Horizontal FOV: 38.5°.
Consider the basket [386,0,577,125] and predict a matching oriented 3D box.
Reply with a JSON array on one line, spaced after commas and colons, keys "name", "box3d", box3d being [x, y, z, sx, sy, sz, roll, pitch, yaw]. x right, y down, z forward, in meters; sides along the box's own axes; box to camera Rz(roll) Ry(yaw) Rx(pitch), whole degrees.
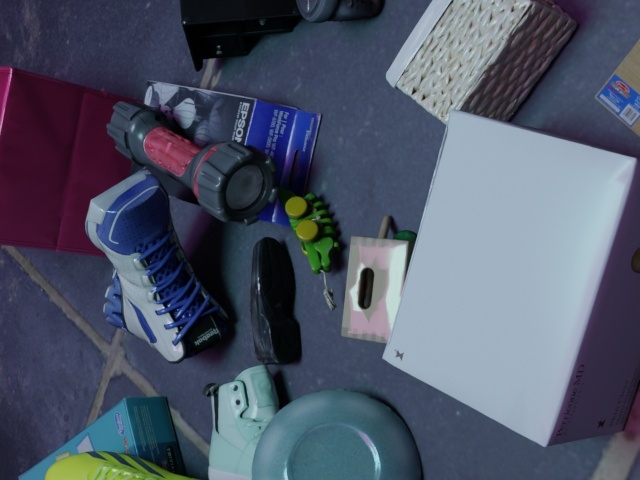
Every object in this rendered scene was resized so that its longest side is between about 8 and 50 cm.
[{"name": "basket", "box3d": [0.171, -0.203, 0.967, 0.103, 0.113, 0.167, 50, 119, 33]}]

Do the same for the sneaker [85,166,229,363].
[{"name": "sneaker", "box3d": [-0.207, 0.059, 1.259, 0.182, 0.127, 0.315, 35, 146, 23]}]

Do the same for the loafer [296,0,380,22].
[{"name": "loafer", "box3d": [0.004, -0.406, 1.181, 0.109, 0.095, 0.302, -45, 50, 55]}]

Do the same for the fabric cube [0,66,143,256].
[{"name": "fabric cube", "box3d": [-0.462, -0.125, 1.470, 0.254, 0.259, 0.258, 10, 91, 45]}]

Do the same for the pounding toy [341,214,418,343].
[{"name": "pounding toy", "box3d": [0.080, 0.039, 1.030, 0.100, 0.130, 0.141, 5, 89, 32]}]

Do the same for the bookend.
[{"name": "bookend", "box3d": [-0.107, -0.302, 1.260, 0.157, 0.156, 0.072, 99, 165, -78]}]

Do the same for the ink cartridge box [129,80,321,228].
[{"name": "ink cartridge box", "box3d": [-0.148, -0.128, 1.302, 0.333, 0.065, 0.165, 16, 96, 43]}]

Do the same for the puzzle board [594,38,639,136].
[{"name": "puzzle board", "box3d": [0.335, -0.138, 0.872, 0.096, 0.011, 0.128, -56, 51, 26]}]

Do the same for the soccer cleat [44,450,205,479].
[{"name": "soccer cleat", "box3d": [-0.234, 0.335, 1.213, 0.289, 0.121, 0.093, 13, 69, 10]}]

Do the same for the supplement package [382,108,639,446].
[{"name": "supplement package", "box3d": [0.207, 0.030, 0.877, 0.204, 0.145, 0.261, 24, 105, 44]}]

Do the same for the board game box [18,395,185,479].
[{"name": "board game box", "box3d": [-0.329, 0.421, 1.403, 0.336, 0.079, 0.253, -37, 61, 35]}]

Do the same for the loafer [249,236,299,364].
[{"name": "loafer", "box3d": [-0.073, 0.081, 1.208, 0.061, 0.062, 0.169, -17, 72, 47]}]

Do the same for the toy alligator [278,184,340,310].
[{"name": "toy alligator", "box3d": [0.000, 0.000, 1.155, 0.051, 0.056, 0.189, -24, 62, -4]}]

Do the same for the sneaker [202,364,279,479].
[{"name": "sneaker", "box3d": [-0.059, 0.233, 1.148, 0.256, 0.094, 0.151, -8, 84, 45]}]

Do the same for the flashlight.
[{"name": "flashlight", "box3d": [-0.182, -0.116, 1.218, 0.304, 0.103, 0.103, 31, 108, 41]}]

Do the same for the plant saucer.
[{"name": "plant saucer", "box3d": [0.017, 0.259, 1.033, 0.195, 0.037, 0.194, -1, 69, 3]}]
